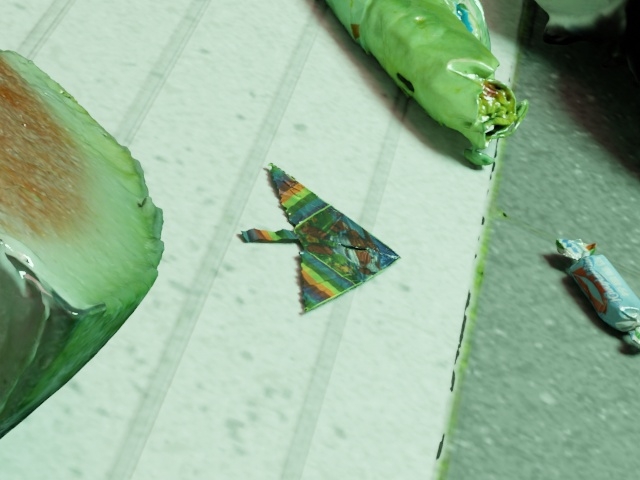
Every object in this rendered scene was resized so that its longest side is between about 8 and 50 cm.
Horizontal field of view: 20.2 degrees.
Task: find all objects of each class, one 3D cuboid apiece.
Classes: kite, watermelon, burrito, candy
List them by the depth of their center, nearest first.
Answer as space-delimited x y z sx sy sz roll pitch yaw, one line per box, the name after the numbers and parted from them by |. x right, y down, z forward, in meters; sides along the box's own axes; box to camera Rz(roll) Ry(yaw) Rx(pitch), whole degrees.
-0.173 -0.026 0.651 0.232 0.193 0.310 12 34 -23 | watermelon
0.000 0.000 0.912 0.090 0.004 0.122 9 36 -25 | kite
0.155 0.026 0.968 0.030 0.020 0.083 -5 45 -35 | candy
0.057 -0.148 1.125 0.104 0.054 0.288 4 37 -34 | burrito

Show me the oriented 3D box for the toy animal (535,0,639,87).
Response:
0.269 -0.193 1.181 0.251 0.251 0.310 -2 48 -37 | toy animal
